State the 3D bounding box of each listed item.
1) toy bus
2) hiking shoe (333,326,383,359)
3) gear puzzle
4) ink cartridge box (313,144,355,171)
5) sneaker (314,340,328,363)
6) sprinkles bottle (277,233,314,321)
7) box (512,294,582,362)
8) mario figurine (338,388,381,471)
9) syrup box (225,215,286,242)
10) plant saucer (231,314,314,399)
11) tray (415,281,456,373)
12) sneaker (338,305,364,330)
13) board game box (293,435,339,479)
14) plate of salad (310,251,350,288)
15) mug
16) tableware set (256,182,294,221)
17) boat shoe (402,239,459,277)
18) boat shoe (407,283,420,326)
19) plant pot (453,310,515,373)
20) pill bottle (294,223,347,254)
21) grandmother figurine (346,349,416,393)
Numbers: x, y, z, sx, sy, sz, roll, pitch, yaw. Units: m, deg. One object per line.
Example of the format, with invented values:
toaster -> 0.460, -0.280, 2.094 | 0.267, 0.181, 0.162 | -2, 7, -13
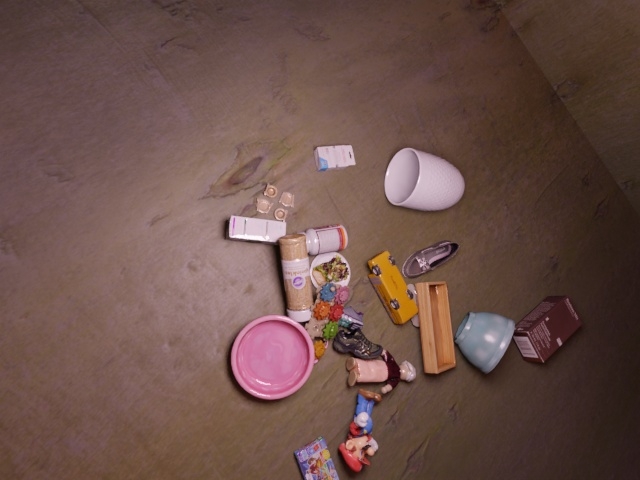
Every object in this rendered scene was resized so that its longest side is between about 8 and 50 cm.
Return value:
toy bus -> 0.328, 0.219, 1.935 | 0.108, 0.130, 0.333 | -30, 93, -23
hiking shoe -> 0.174, 0.446, 1.818 | 0.226, 0.086, 0.114 | 12, 113, -6
gear puzzle -> 0.023, 0.344, 1.738 | 0.175, 0.044, 0.339 | 17, 91, -38
ink cartridge box -> 0.066, -0.391, 1.969 | 0.180, 0.060, 0.104 | -9, 84, -23
sneaker -> -0.013, 0.474, 1.806 | 0.057, 0.047, 0.119 | 37, 68, 0
sprinkles bottle -> -0.099, 0.155, 1.730 | 0.121, 0.121, 0.356 | -11, 102, -23
box -> 1.228, 0.475, 2.254 | 0.381, 0.143, 0.191 | -31, 93, -25
mario figurine -> 0.201, 0.817, 1.766 | 0.198, 0.170, 0.321 | 23, 72, -19
syrup box -> -0.274, -0.040, 1.755 | 0.236, 0.093, 0.097 | 7, 79, -21
plant saucer -> -0.192, 0.465, 1.679 | 0.331, 0.084, 0.333 | 0, 87, -8
tray -> 0.553, 0.406, 1.988 | 0.202, 0.076, 0.412 | 4, 78, -47
sneaker -> 0.092, 0.328, 1.867 | 0.223, 0.083, 0.098 | 26, 40, -9
board game box -> -0.014, 0.948, 1.727 | 0.136, 0.035, 0.201 | -19, 89, -24
plate of salad -> 0.050, 0.145, 1.880 | 0.199, 0.048, 0.200 | 4, 79, -21
mug -> 0.516, -0.317, 2.050 | 0.327, 0.276, 0.374 | 9, 48, -26
tableware set -> -0.199, -0.169, 1.847 | 0.168, 0.020, 0.141 | 24, 73, -17
boat shoe -> 0.554, 0.084, 2.067 | 0.335, 0.095, 0.112 | -26, 92, -24
boat shoe -> 0.463, 0.313, 2.020 | 0.065, 0.075, 0.206 | -3, 79, -54
plant pot -> 0.776, 0.465, 2.017 | 0.196, 0.293, 0.293 | 29, 69, 13
pill bottle -> 0.000, 0.000, 1.844 | 0.221, 0.121, 0.121 | -9, 85, -23
grandmother figurine -> 0.285, 0.587, 1.877 | 0.342, 0.104, 0.208 | 11, 63, -22
